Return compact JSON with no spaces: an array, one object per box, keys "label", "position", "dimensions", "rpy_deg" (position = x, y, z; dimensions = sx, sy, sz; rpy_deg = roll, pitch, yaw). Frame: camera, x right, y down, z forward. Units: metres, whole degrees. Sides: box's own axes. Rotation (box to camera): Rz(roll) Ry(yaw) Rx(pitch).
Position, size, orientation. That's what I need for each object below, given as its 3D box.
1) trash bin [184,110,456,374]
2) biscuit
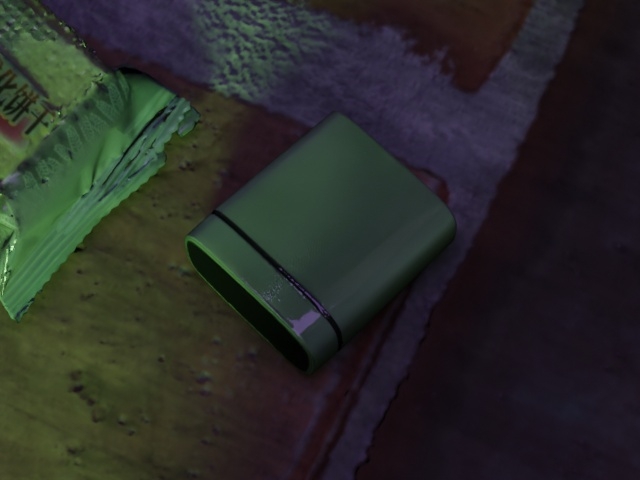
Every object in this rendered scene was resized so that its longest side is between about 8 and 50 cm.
[{"label":"trash bin","position":[0.000,0.000,1.174],"dimensions":[0.116,0.059,0.130],"rpy_deg":[43,71,14]},{"label":"biscuit","position":[-0.238,-0.121,1.163],"dimensions":[0.309,0.079,0.186],"rpy_deg":[44,63,-8]}]
